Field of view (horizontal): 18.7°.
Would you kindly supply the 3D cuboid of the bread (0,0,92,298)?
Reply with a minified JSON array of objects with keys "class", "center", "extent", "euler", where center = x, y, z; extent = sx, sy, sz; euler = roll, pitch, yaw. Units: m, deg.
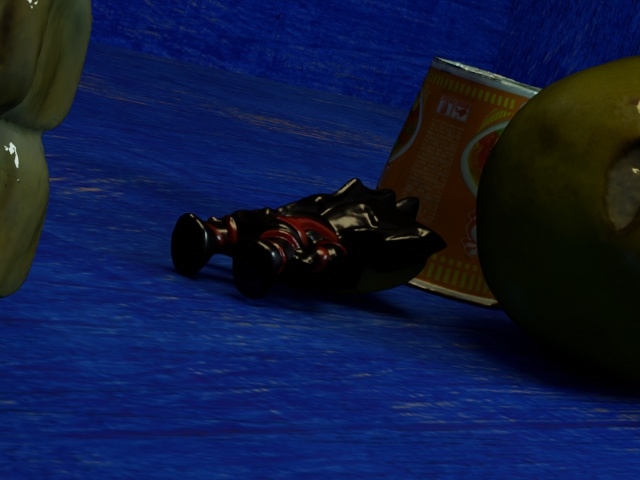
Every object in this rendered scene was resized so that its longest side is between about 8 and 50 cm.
[{"class":"bread","center":[-0.247,-0.124,0.847],"extent":[0.300,0.341,0.210],"euler":[21,-1,13]}]

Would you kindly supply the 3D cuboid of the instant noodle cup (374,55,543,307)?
[{"class":"instant noodle cup","center":[0.124,-0.053,1.663],"extent":[0.168,0.185,0.168],"euler":[16,8,-2]}]

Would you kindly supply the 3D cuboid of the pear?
[{"class":"pear","center":[0.246,-0.017,1.445],"extent":[0.269,0.269,0.321],"euler":[15,-5,-10]}]

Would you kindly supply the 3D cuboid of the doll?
[{"class":"doll","center":[-0.002,0.002,1.430],"extent":[0.127,0.088,0.248],"euler":[42,27,20]}]
